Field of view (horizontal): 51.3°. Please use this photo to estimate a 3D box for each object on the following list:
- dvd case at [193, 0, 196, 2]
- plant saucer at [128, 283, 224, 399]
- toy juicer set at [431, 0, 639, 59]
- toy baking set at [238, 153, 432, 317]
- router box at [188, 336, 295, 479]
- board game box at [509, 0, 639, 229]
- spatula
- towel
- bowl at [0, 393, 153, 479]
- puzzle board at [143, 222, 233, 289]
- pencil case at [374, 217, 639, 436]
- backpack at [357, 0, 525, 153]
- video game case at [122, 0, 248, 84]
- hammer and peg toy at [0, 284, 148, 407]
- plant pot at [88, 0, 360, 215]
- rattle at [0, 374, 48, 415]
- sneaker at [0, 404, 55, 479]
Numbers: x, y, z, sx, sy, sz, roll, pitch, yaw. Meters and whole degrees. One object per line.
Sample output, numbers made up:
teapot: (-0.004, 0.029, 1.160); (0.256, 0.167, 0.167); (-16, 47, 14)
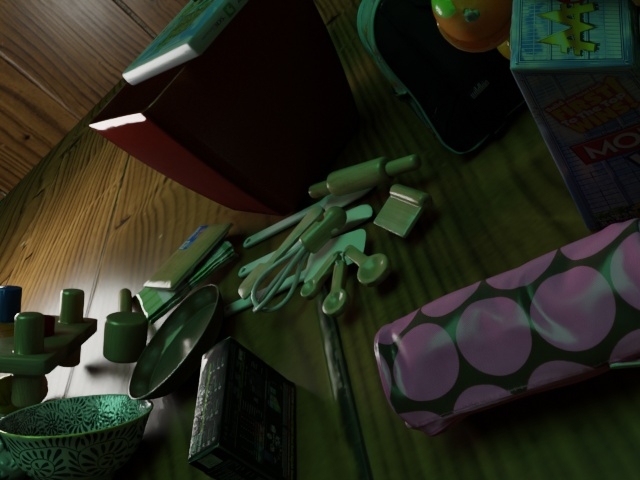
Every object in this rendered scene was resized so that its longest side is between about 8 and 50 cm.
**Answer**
dvd case: (-0.105, -0.344, 0.810); (0.119, 0.013, 0.087); (-28, 31, 31)
plant saucer: (-0.172, 0.129, 0.822); (0.168, 0.029, 0.168); (-41, 21, 20)
toy juicer set: (0.237, -0.165, 0.496); (0.209, 0.329, 0.089); (158, 109, -66)
toy baking set: (0.004, -0.006, 0.724); (0.256, 0.030, 0.197); (-7, 48, 48)
router box: (-0.065, 0.158, 0.590); (0.038, 0.092, 0.122); (-35, 30, 22)
board game box: (0.212, -0.092, 0.408); (0.194, 0.194, 0.060); (-18, 53, 43)
spatula: (-0.030, 0.006, 0.807); (0.242, 0.019, 0.168); (-25, 37, 35)
towel: (-0.189, 0.050, 0.943); (0.152, 0.023, 0.113); (-41, 24, -7)
bowl: (-0.275, 0.235, 0.761); (0.170, 0.170, 0.080); (0, 93, 54)
puzzle board: (-0.186, 0.023, 0.943); (0.096, 0.011, 0.128); (-3, 41, 53)
pencil case: (0.137, 0.066, 0.440); (0.209, 0.095, 0.098); (-30, 54, 33)
backpack: (0.132, -0.211, 0.677); (0.166, 0.188, 0.144); (-41, 29, 15)
video game case: (-0.137, -0.274, 0.798); (0.212, 0.023, 0.193); (4, 54, 55)
hammer and peg toy: (-0.425, 0.145, 0.969); (0.266, 0.361, 0.127); (-129, 44, -83)
plant pot: (-0.108, -0.179, 0.910); (0.267, 0.236, 0.267); (-54, 28, -16)
rattle: (-0.487, 0.303, 1.045); (0.199, 0.143, 0.130); (-46, -8, 28)
sneaker: (-0.410, 0.268, 0.824); (0.153, 0.235, 0.094); (-42, 67, 35)
